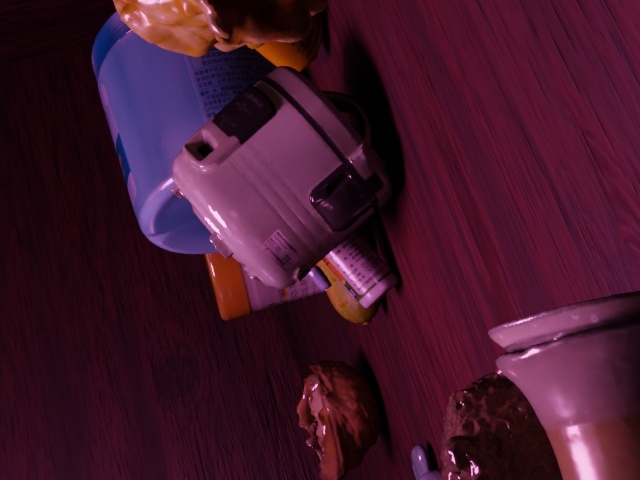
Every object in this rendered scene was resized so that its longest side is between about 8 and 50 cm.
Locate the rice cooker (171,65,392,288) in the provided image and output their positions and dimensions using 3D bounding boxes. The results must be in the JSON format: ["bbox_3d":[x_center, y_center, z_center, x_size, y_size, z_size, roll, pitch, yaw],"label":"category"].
[{"bbox_3d":[-0.039,-0.080,1.067,0.226,0.244,0.226,51,176,5],"label":"rice cooker"}]

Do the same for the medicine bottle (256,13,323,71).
[{"bbox_3d":[-0.089,-0.306,1.101,0.309,0.076,0.111,25,-114,-61],"label":"medicine bottle"}]

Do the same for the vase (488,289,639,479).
[{"bbox_3d":[0.174,0.186,0.430,0.173,0.173,0.321,105,153,-74],"label":"vase"}]

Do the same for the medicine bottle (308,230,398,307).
[{"bbox_3d":[0.000,0.000,1.198,0.220,0.092,0.061,49,-164,7],"label":"medicine bottle"}]

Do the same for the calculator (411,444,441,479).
[{"bbox_3d":[0.178,0.418,1.210,0.185,0.041,0.299,86,165,-53],"label":"calculator"}]

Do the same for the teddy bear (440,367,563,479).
[{"bbox_3d":[0.167,0.184,0.573,0.251,0.129,0.182,57,-138,-25],"label":"teddy bear"}]

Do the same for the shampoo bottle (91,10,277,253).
[{"bbox_3d":[-0.182,-0.197,1.502,0.331,0.331,0.342,92,159,-65],"label":"shampoo bottle"}]

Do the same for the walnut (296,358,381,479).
[{"bbox_3d":[0.039,0.307,1.616,0.238,0.141,0.204,-118,26,-65],"label":"walnut"}]

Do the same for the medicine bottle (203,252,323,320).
[{"bbox_3d":[-0.122,0.023,1.834,0.238,0.232,0.238,166,90,-82],"label":"medicine bottle"}]

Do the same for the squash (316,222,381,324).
[{"bbox_3d":[0.035,0.036,1.294,0.095,0.095,0.188,-130,25,-71],"label":"squash"}]

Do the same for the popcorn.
[{"bbox_3d":[-0.080,-0.297,0.857,0.224,0.270,0.257,43,-121,-54],"label":"popcorn"}]
